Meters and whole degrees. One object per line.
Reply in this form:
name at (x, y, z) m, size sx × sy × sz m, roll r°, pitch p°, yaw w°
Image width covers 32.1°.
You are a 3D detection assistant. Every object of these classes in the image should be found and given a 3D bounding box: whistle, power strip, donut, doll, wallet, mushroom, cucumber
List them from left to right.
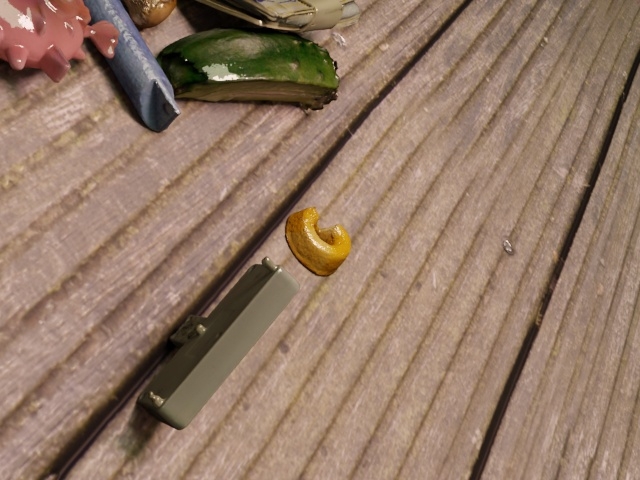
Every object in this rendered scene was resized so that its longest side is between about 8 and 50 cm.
doll at (-0.359, -0.279, 1.359) m, size 0.262 × 0.093 × 0.211 m, roll 16°, pitch 45°, yaw -40°
whistle at (-0.281, -0.285, 1.492) m, size 0.304 × 0.062 × 0.062 m, roll 58°, pitch 34°, yaw 1°
mushroom at (-0.285, -0.391, 1.570) m, size 0.209 × 0.071 × 0.084 m, roll 50°, pitch 29°, yaw -4°
power strip at (-0.131, 0.113, 1.286) m, size 0.061 × 0.145 × 0.215 m, roll 47°, pitch 70°, yaw -18°
cucumber at (-0.107, -0.266, 1.661) m, size 0.325 × 0.105 × 0.145 m, roll -9°, pitch 71°, yaw -51°
wallet at (-0.076, -0.397, 1.760) m, size 0.223 × 0.077 × 0.309 m, roll 33°, pitch 30°, yaw 19°
donut at (0.000, 0.000, 1.630) m, size 0.108 × 0.043 × 0.097 m, roll 28°, pitch 43°, yaw -29°
